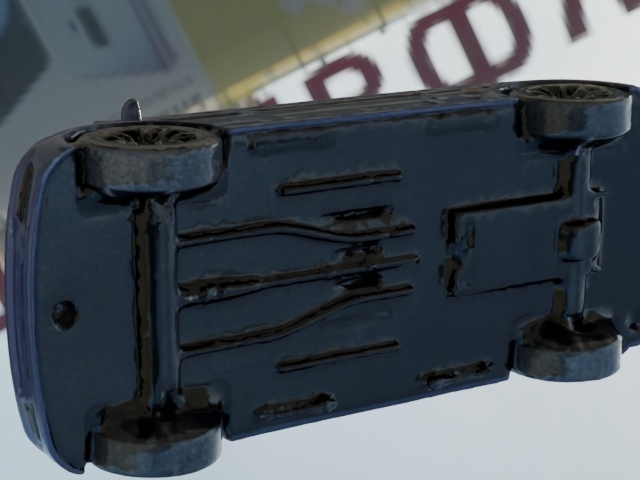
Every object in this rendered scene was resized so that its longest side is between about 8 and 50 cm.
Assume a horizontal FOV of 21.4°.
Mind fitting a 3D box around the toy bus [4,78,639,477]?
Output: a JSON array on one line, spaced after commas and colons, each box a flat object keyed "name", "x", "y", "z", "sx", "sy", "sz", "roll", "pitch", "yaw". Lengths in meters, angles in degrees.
[{"name": "toy bus", "x": 0.000, "y": 0.000, "z": 0.686, "sx": 0.292, "sy": 0.125, "sz": 0.133, "roll": -9, "pitch": -164, "yaw": -32}]
